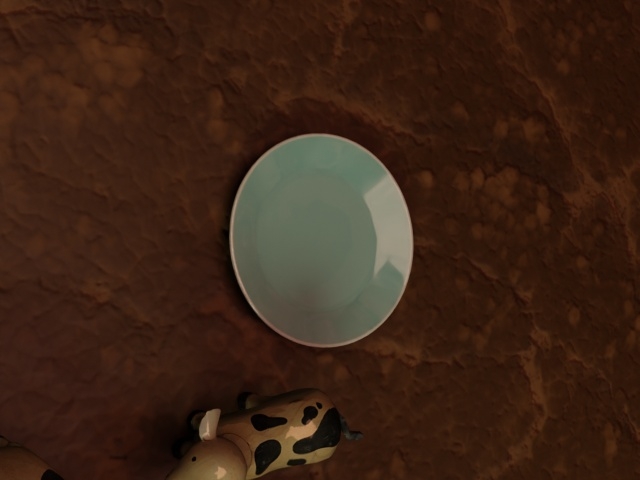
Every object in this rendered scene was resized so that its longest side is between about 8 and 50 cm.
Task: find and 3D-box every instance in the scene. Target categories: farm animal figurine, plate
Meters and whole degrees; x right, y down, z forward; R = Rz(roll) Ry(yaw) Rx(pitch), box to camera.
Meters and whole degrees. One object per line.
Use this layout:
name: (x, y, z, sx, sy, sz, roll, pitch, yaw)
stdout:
farm animal figurine: (-0.129, 0.227, 0.728, 0.326, 0.172, 0.330, 28, 72, -26)
plate: (0.000, 0.000, 0.911, 0.188, 0.024, 0.188, 3, 85, -32)
